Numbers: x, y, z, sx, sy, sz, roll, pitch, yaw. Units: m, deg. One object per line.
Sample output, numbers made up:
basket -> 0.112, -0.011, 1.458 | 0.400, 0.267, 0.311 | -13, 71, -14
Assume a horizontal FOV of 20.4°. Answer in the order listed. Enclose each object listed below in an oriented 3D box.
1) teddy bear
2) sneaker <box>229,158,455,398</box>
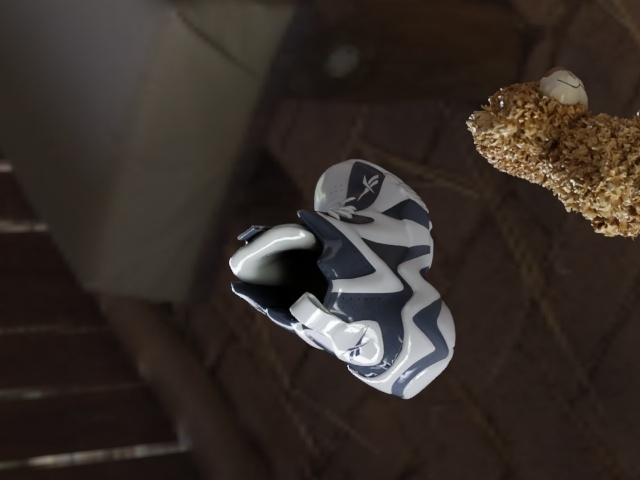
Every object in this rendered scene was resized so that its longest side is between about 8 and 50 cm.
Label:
teddy bear -> 0.316, -0.077, 1.808 | 0.338, 0.245, 0.113 | 44, 135, 37
sneaker -> 0.000, 0.000, 1.285 | 0.094, 0.153, 0.235 | -42, 37, 28
